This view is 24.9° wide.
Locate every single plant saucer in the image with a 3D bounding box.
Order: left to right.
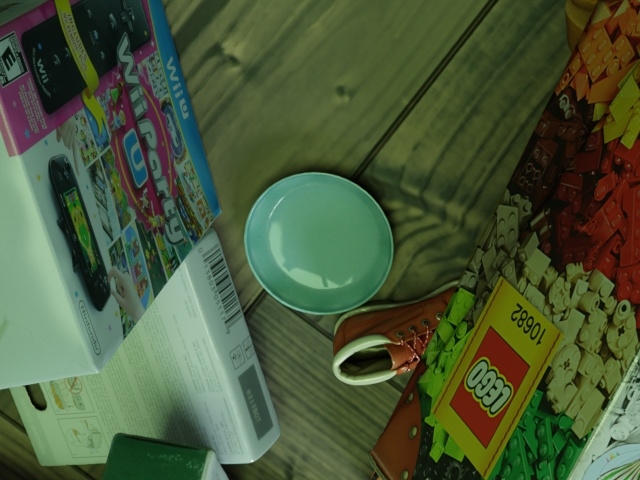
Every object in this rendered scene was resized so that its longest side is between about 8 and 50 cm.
[{"bbox_3d":[0.000,0.000,1.145,0.119,0.021,0.119,4,111,10],"label":"plant saucer"}]

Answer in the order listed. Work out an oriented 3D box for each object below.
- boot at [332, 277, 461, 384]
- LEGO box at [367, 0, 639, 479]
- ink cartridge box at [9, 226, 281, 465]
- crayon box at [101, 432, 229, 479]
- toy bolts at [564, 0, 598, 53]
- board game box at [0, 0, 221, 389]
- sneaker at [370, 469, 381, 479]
[{"bbox_3d":[0.083,0.075,1.123,0.158,0.084,0.059,-15,105,15],"label":"boot"},{"bbox_3d":[0.341,0.075,0.876,0.500,0.193,0.372,19,105,-25],"label":"LEGO box"},{"bbox_3d":[-0.163,0.094,1.209,0.232,0.066,0.189,-5,111,35],"label":"ink cartridge box"},{"bbox_3d":[-0.142,0.331,1.110,0.083,0.203,0.323,9,68,8],"label":"crayon box"},{"bbox_3d":[0.260,-0.209,0.919,0.228,0.218,0.158,7,125,1],"label":"toy bolts"},{"bbox_3d":[-0.178,-0.063,1.004,0.097,0.303,0.224,-10,108,15],"label":"board game box"},{"bbox_3d":[0.194,0.251,1.144,0.321,0.124,0.180,35,114,-3],"label":"sneaker"}]
